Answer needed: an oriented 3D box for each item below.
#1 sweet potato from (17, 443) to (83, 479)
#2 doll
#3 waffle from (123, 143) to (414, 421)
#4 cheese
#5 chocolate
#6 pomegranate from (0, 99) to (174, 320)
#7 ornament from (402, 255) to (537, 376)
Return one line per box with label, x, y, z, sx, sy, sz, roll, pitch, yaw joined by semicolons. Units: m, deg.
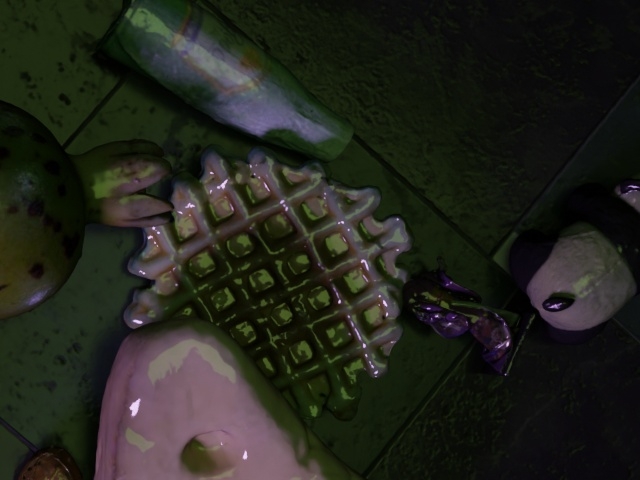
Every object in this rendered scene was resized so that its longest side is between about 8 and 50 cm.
sweet potato;-0.311;0.331;1.904;0.081;0.062;0.233;22;86;4
doll;0.327;0.015;2.030;0.234;0.135;0.143;-39;99;-16
waffle;-0.056;0.049;1.945;0.309;0.056;0.292;14;93;1
cheese;-0.077;0.230;1.887;0.351;0.129;0.328;-3;107;-10
chocolate;-0.097;-0.178;1.955;0.291;0.110;0.110;31;81;-13
pomegranate;-0.306;-0.026;1.814;0.306;0.242;0.242;5;87;0
ornament;0.141;0.065;2.007;0.203;0.088;0.081;34;80;-8
